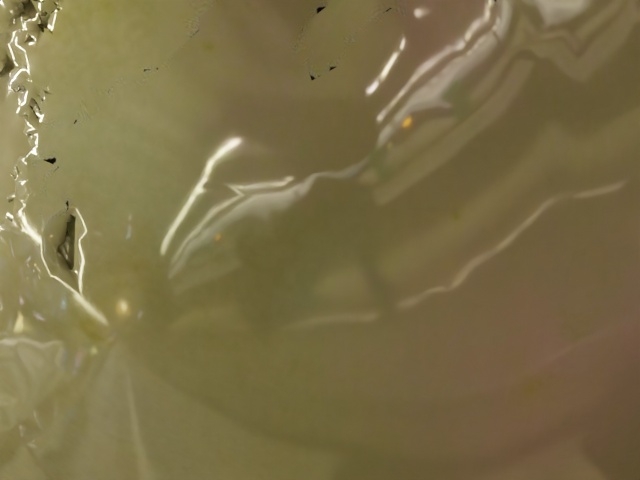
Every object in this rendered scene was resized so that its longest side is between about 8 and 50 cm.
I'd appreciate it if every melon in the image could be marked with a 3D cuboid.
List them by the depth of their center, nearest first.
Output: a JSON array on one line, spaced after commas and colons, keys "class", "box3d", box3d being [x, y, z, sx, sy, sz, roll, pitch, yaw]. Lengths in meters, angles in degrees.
[{"class": "melon", "box3d": [0.000, 0.000, 0.444, 0.223, 0.223, 0.317, -51, -19, -34]}]
